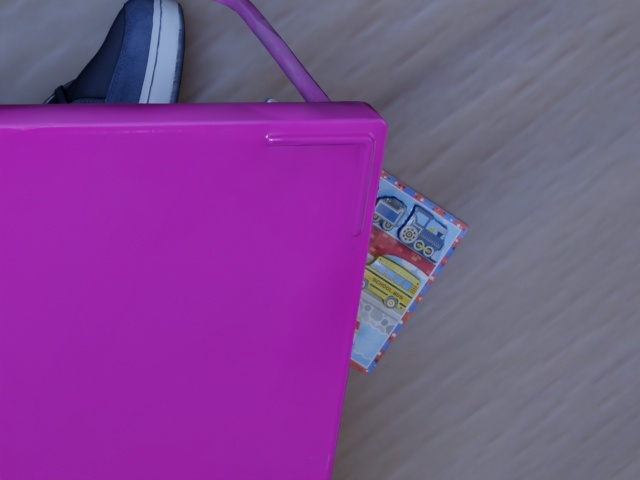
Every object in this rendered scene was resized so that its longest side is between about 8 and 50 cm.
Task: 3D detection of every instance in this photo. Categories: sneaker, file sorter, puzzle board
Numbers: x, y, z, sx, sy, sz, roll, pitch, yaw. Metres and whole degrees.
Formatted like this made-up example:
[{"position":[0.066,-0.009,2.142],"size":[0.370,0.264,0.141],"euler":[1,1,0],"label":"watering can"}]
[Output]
[{"position":[-0.169,-0.034,0.834],"size":[0.163,0.086,0.226],"euler":[23,98,-17],"label":"sneaker"},{"position":[-0.116,0.047,0.727],"size":[0.202,0.182,0.291],"euler":[-2,119,-20],"label":"file sorter"},{"position":[0.000,0.000,0.911],"size":[0.128,0.011,0.096],"euler":[32,94,-15],"label":"puzzle board"}]
